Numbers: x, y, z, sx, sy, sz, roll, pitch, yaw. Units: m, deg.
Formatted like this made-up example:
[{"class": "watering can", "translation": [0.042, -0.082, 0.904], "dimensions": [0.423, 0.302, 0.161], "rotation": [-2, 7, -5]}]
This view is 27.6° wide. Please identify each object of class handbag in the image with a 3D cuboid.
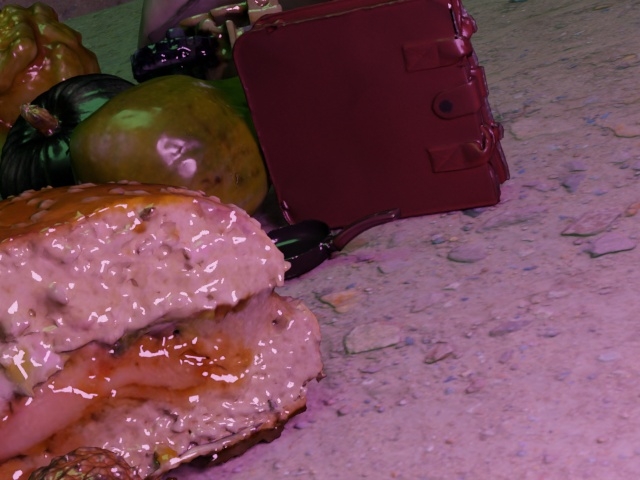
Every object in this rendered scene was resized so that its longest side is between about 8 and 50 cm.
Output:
[{"class": "handbag", "translation": [0.057, -0.149, 1.464], "dimensions": [0.276, 0.260, 0.084], "rotation": [-6, 22, 25]}]

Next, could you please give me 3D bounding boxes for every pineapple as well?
[{"class": "pineapple", "translation": [-0.159, 0.229, 0.942], "dimensions": [0.108, 0.108, 0.198], "rotation": [-23, 26, -12]}]

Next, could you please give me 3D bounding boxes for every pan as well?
[{"class": "pan", "translation": [0.002, 0.003, 1.431], "dimensions": [0.212, 0.040, 0.115], "rotation": [-13, 20, 31]}]

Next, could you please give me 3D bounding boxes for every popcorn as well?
[{"class": "popcorn", "translation": [-0.517, -0.243, 2.118], "dimensions": [0.326, 0.290, 0.321], "rotation": [-2, 17, -10]}]

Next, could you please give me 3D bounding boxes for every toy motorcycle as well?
[{"class": "toy motorcycle", "translation": [-0.125, -0.236, 1.869], "dimensions": [0.237, 0.168, 0.410], "rotation": [-13, -5, 5]}]

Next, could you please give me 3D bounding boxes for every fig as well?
[{"class": "fig", "translation": [-0.139, -0.112, 1.561], "dimensions": [0.314, 0.233, 0.233], "rotation": [-32, 25, -17]}]

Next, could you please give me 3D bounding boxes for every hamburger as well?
[{"class": "hamburger", "translation": [-0.255, 0.093, 1.139], "dimensions": [0.445, 0.268, 0.287], "rotation": [-27, 19, -18]}]

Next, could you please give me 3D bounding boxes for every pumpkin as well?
[{"class": "pumpkin", "translation": [-0.319, -0.111, 1.725], "dimensions": [0.250, 0.216, 0.250], "rotation": [-21, 48, 26]}]

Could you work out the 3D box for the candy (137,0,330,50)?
[{"class": "candy", "translation": [-0.102, -0.369, 2.028], "dimensions": [0.386, 0.186, 0.427], "rotation": [10, -32, -45]}]
